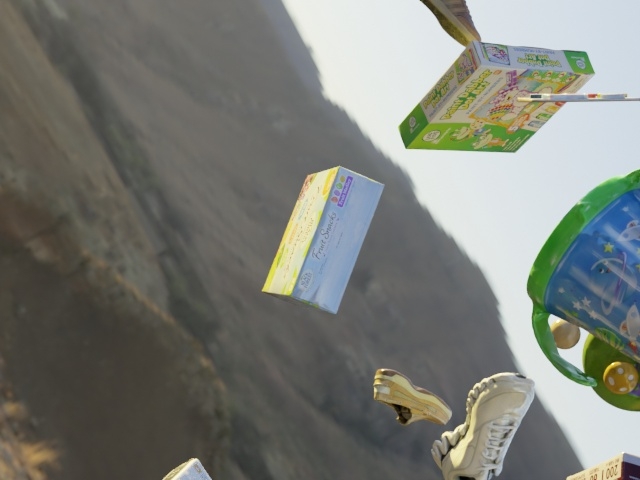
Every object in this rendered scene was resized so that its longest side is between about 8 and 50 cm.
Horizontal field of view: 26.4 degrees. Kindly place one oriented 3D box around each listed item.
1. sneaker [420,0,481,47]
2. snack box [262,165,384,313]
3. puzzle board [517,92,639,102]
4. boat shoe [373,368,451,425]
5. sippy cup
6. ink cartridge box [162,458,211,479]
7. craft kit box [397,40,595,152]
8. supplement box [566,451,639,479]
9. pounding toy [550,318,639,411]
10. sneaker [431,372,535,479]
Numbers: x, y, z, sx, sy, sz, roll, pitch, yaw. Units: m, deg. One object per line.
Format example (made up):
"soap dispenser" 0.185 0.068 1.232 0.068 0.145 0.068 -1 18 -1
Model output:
"sneaker" 0.220 -0.400 2.281 0.188 0.071 0.066 43 -7 -27
"snack box" 0.000 0.000 1.757 0.070 0.174 0.207 22 -6 -12
"puzzle board" 0.306 -0.170 1.625 0.096 0.128 0.011 -107 -164 -84
"boat shoe" 0.159 0.299 2.444 0.190 0.072 0.068 33 -28 -32
"sippy cup" 0.454 0.062 1.954 0.224 0.240 0.305 42 -34 26
"ink cartridge box" -0.139 0.381 1.631 0.206 0.045 0.208 57 14 1
"craft kit box" 0.297 -0.239 2.322 0.250 0.246 0.061 -49 -133 48
"supplement box" 0.355 0.393 1.654 0.130 0.073 0.239 135 -32 -55
"pounding toy" 0.502 0.189 2.209 0.237 0.183 0.110 46 15 -7
"sneaker" 0.284 0.332 2.293 0.118 0.110 0.292 -96 -158 -43
